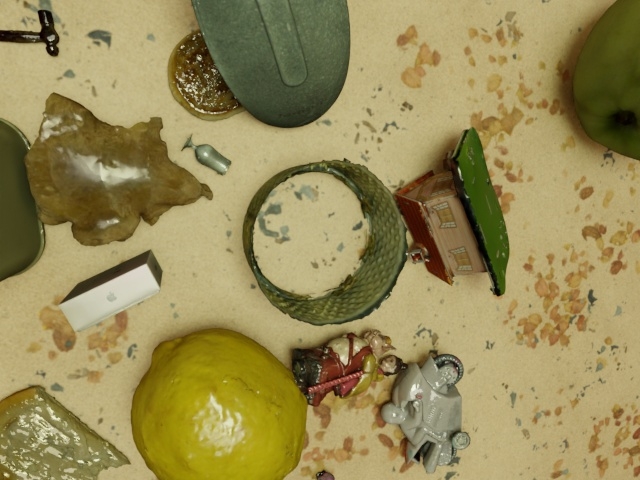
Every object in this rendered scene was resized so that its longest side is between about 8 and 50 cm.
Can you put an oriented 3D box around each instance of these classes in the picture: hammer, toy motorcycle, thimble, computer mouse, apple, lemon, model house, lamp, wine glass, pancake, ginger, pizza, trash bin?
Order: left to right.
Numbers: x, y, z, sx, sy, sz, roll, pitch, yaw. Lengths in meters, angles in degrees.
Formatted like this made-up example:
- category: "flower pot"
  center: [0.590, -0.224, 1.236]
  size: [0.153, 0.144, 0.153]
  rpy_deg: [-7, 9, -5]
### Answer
- category: "trash bin"
  center: [-0.458, -0.053, 0.588]
  size: [0.121, 0.247, 0.244]
  rpy_deg: [-6, 98, -18]
- category: "hammer"
  center: [-0.481, -0.304, 0.665]
  size: [0.178, 0.021, 0.065]
  rpy_deg: [-5, 99, -14]
- category: "pizza"
  center: [-0.448, 0.371, 0.760]
  size: [0.262, 0.034, 0.181]
  rpy_deg: [43, 83, -18]
- category: "ginger"
  center: [-0.297, -0.090, 0.696]
  size: [0.269, 0.123, 0.219]
  rpy_deg: [18, 93, -20]
- category: "wine glass"
  center: [-0.190, -0.142, 0.764]
  size: [0.083, 0.042, 0.039]
  rpy_deg: [34, 63, -20]
- category: "pancake"
  center: [-0.174, -0.277, 0.759]
  size: [0.158, 0.028, 0.158]
  rpy_deg: [-3, 100, -17]
- category: "lemon"
  center: [-0.158, 0.279, 0.726]
  size: [0.260, 0.260, 0.284]
  rpy_deg: [-27, 111, -12]
- category: "computer mouse"
  center: [-0.057, -0.300, 0.648]
  size: [0.203, 0.114, 0.374]
  rpy_deg: [-19, 143, 3]
- category: "thimble"
  center: [0.000, 0.000, 0.787]
  size: [0.270, 0.150, 0.271]
  rpy_deg: [-2, 99, -16]
- category: "lamp"
  center: [0.066, 0.228, 0.857]
  size: [0.253, 0.118, 0.119]
  rpy_deg: [-8, 100, -27]
- category: "toy motorcycle"
  center: [0.208, 0.351, 0.934]
  size: [0.170, 0.110, 0.261]
  rpy_deg: [-1, 105, -1]
- category: "model house"
  center: [0.254, -0.046, 0.887]
  size: [0.294, 0.153, 0.207]
  rpy_deg: [63, 35, -23]
- category: "apple"
  center: [0.674, -0.319, 0.857]
  size: [0.356, 0.357, 0.358]
  rpy_deg: [-2, 98, -17]

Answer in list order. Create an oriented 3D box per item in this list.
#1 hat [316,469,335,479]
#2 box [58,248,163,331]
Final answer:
- category: "hat"
  center: [-0.041, 0.563, 0.891]
  size: [0.227, 0.128, 0.140]
  rpy_deg: [-50, 151, -22]
- category: "box"
  center: [-0.316, 0.073, 0.709]
  size: [0.129, 0.130, 0.051]
  rpy_deg: [-27, 106, -12]
